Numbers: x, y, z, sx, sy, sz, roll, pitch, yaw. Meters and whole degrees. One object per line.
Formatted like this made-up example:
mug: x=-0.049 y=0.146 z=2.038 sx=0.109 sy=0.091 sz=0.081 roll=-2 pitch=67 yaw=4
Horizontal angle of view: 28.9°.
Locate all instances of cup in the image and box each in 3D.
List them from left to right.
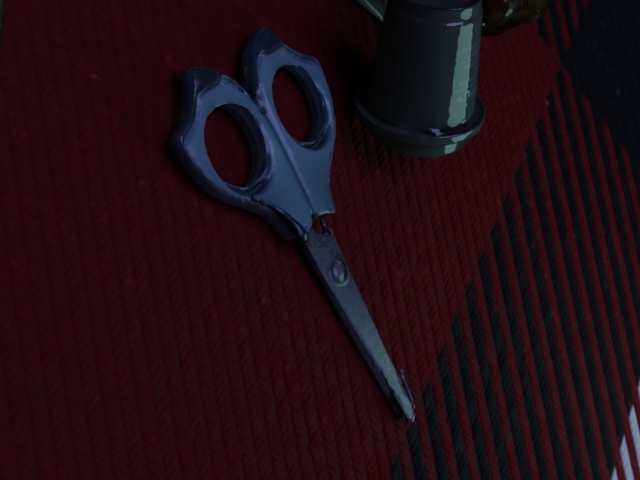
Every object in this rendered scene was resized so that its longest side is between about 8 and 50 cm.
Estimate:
cup: x=0.094 y=-0.157 z=1.092 sx=0.120 sy=0.120 sz=0.141 roll=-43 pitch=151 yaw=-44

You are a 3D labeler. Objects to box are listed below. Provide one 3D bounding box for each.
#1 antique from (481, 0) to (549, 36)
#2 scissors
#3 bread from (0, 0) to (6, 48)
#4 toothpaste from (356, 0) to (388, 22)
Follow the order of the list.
antique: x=0.112 y=-0.320 z=1.175 sx=0.223 sy=0.129 sz=0.278 roll=-27 pitch=95 yaw=-54
scissors: x=0.001 y=0.000 z=1.043 sx=0.191 sy=0.029 sz=0.360 roll=-38 pitch=104 yaw=-46
bread: x=-0.298 y=-0.149 z=0.768 sx=0.236 sy=0.070 sz=0.236 roll=18 pitch=63 yaw=-41
toothpaste: x=-0.004 y=-0.267 z=1.129 sx=0.218 sy=0.033 sz=0.052 roll=30 pitch=55 yaw=-40
